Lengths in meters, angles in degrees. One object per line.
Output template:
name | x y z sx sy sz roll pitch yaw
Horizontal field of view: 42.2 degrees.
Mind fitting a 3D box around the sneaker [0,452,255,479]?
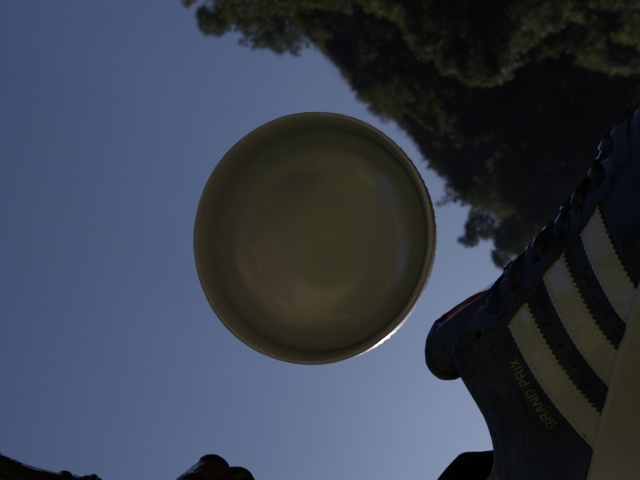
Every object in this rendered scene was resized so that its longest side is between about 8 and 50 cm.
sneaker | -0.148 0.211 0.643 0.281 0.106 0.162 40 -139 -11

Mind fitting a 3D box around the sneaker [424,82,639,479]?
sneaker | 0.143 0.029 0.496 0.131 0.148 0.350 -15 -64 -61

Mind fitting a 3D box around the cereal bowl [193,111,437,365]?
cereal bowl | 0.000 0.000 1.160 0.339 0.338 0.141 68 -169 9
